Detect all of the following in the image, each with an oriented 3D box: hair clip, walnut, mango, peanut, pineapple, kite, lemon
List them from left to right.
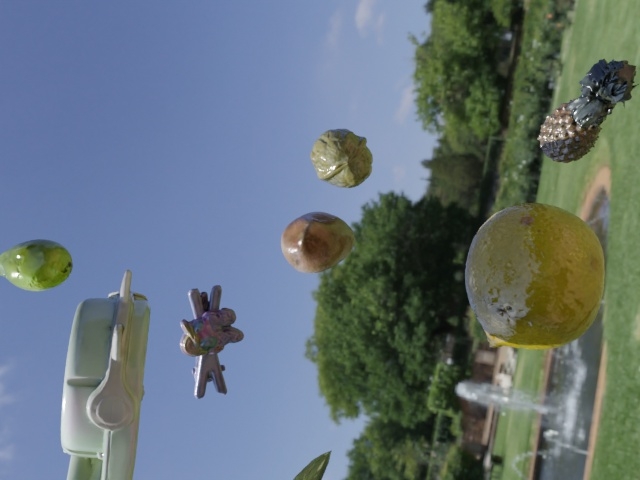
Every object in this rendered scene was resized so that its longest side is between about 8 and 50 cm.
[{"bbox_3d":[-0.466,0.036,1.226,0.091,0.165,0.074,-43,-53,-48],"label":"mango"},{"bbox_3d":[-0.230,0.225,1.621,0.090,0.137,0.278,-115,25,-51],"label":"hair clip"},{"bbox_3d":[-0.047,0.365,0.913,0.141,0.015,0.245,-9,-61,-61],"label":"kite"},{"bbox_3d":[0.000,0.000,0.946,0.152,0.076,0.076,-14,-67,-73],"label":"peanut"},{"bbox_3d":[0.028,-0.109,1.015,0.092,0.092,0.092,10,-90,-77],"label":"walnut"},{"bbox_3d":[0.353,0.052,1.272,0.228,0.229,0.253,58,-145,-71],"label":"lemon"},{"bbox_3d":[0.326,-0.158,0.928,0.159,0.074,0.074,113,174,-62],"label":"pineapple"}]

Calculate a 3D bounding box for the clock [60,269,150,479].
[{"bbox_3d":[-0.315,0.204,1.134,0.265,0.109,0.324,-99,19,-55],"label":"clock"}]
